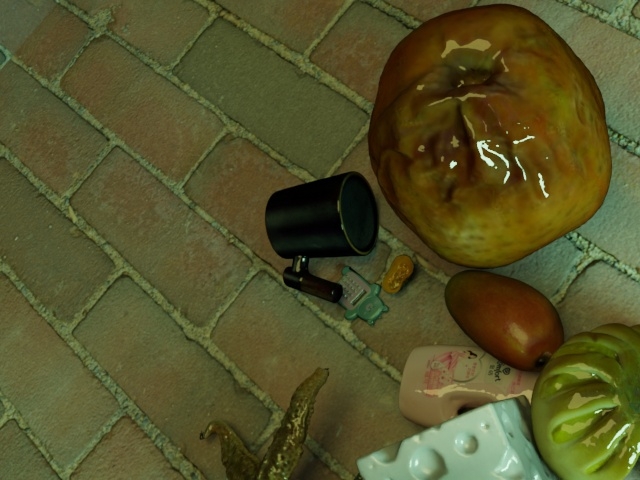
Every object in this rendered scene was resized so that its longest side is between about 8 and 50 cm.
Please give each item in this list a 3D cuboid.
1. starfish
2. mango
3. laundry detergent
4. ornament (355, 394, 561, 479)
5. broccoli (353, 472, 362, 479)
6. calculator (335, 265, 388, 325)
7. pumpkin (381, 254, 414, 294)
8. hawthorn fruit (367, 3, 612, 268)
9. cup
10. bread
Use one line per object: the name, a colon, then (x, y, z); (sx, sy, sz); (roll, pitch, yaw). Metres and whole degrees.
starfish: (-0.073, 0.398, 1.833); (0.324, 0.082, 0.432); (-52, 35, 23)
mango: (0.305, 0.126, 1.789); (0.146, 0.129, 0.289); (-19, 28, -28)
laundry detergent: (0.305, 0.264, 1.789); (0.335, 0.088, 0.159); (4, 68, 28)
ornament: (0.236, 0.398, 1.623); (0.240, 0.240, 0.239); (-27, 75, 19)
broccoli: (0.010, 0.520, 1.806); (0.304, 0.145, 0.164); (-32, 51, 26)
calculator: (0.071, 0.110, 2.026); (0.094, 0.019, 0.141); (-46, 54, -3)
pumpkin: (0.152, 0.067, 1.998); (0.083, 0.028, 0.050); (-52, 56, 7)
hawthorn fruit: (0.277, -0.180, 1.812); (0.472, 0.472, 0.471); (-11, 62, 22)
cup: (-0.007, -0.013, 2.031); (0.177, 0.166, 0.239); (-7, 51, 28)
bread: (0.492, 0.265, 1.595); (0.333, 0.160, 0.333); (1, 64, -2)
